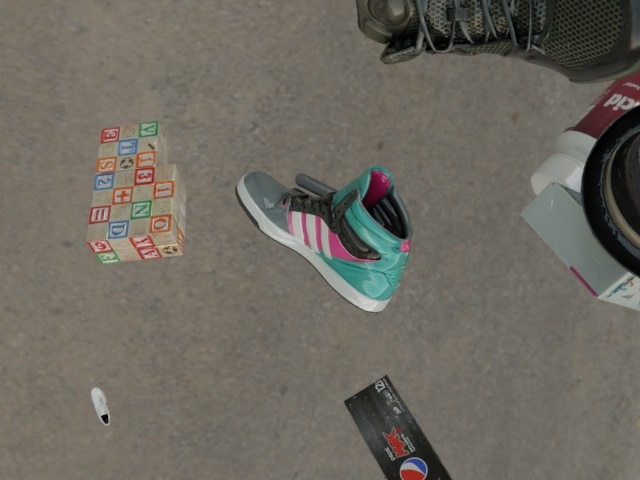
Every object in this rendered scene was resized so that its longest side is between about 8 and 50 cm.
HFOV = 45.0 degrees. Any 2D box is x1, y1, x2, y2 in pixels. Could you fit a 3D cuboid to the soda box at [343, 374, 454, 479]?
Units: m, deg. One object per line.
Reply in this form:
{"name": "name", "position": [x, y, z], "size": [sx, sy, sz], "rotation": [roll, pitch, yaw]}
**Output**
{"name": "soda box", "position": [0.089, 0.226, 0.806], "size": [0.060, 0.169, 0.053], "rotation": [-31, 135, -2]}

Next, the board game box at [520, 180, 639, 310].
{"name": "board game box", "position": [0.543, 0.020, 1.453], "size": [0.303, 0.224, 0.097], "rotation": [13, 125, -46]}

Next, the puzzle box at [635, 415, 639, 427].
{"name": "puzzle box", "position": [0.566, 0.072, 0.896], "size": [0.272, 0.052, 0.409], "rotation": [-7, 135, -42]}

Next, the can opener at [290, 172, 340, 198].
{"name": "can opener", "position": [0.052, -0.063, 1.654], "size": [0.076, 0.283, 0.095], "rotation": [-63, 163, 4]}

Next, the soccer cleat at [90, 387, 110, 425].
{"name": "soccer cleat", "position": [-0.446, 0.339, 1.575], "size": [0.029, 0.035, 0.083], "rotation": [-18, 110, -19]}

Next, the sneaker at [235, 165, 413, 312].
{"name": "sneaker", "position": [0.019, -0.049, 1.129], "size": [0.178, 0.295, 0.124], "rotation": [-57, 167, 29]}

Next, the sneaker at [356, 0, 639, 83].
{"name": "sneaker", "position": [0.105, -0.146, 0.498], "size": [0.130, 0.227, 0.087], "rotation": [-17, 122, -21]}

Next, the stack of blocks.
{"name": "stack of blocks", "position": [-0.372, -0.106, 1.600], "size": [0.087, 0.171, 0.297], "rotation": [77, 7, -56]}

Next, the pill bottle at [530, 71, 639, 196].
{"name": "pill bottle", "position": [0.674, -0.217, 1.736], "size": [0.392, 0.224, 0.224], "rotation": [-45, 128, -7]}

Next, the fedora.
{"name": "fedora", "position": [0.552, -0.075, 1.119], "size": [0.334, 0.334, 0.152], "rotation": [-70, 162, -1]}
